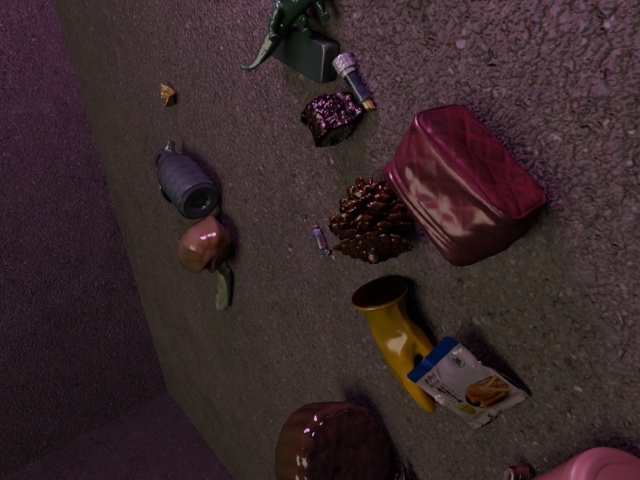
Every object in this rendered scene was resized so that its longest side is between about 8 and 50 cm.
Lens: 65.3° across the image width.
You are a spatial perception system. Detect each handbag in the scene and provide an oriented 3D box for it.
[{"bbox_3d":[0.203,-0.081,0.729,0.225,0.146,0.135,53,143,17],"label":"handbag"}]

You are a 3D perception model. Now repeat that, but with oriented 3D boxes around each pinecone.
[{"bbox_3d":[0.093,-0.038,0.922,0.173,0.173,0.174,34,136,41],"label":"pinecone"}]

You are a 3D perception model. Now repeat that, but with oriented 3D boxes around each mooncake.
[{"bbox_3d":[0.037,0.555,1.262,0.161,0.290,0.290,-33,82,55],"label":"mooncake"}]

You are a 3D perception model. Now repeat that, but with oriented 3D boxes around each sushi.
[{"bbox_3d":[0.018,-0.235,0.959,0.084,0.094,0.098,61,153,15],"label":"sushi"}]

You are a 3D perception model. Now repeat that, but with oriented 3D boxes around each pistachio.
[{"bbox_3d":[-0.391,0.013,1.671,0.288,0.166,0.197,-17,71,63],"label":"pistachio"}]

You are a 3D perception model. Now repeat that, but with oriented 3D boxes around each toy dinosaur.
[{"bbox_3d":[-0.051,-0.415,0.918,0.292,0.079,0.120,-57,48,31],"label":"toy dinosaur"}]

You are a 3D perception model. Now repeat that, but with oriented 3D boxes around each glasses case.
[{"bbox_3d":[-0.037,-0.381,0.994,0.184,0.039,0.078,41,141,35],"label":"glasses case"}]

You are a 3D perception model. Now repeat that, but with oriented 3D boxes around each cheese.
[{"bbox_3d":[-0.492,-0.465,1.622,0.084,0.041,0.060,59,144,42],"label":"cheese"}]

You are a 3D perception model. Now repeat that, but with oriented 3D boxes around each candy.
[{"bbox_3d":[0.000,0.000,1.203,0.030,0.020,0.083,-22,89,58],"label":"candy"}]

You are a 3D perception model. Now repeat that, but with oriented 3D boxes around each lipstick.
[{"bbox_3d":[0.064,-0.284,0.913,0.116,0.037,0.037,61,148,2],"label":"lipstick"}]

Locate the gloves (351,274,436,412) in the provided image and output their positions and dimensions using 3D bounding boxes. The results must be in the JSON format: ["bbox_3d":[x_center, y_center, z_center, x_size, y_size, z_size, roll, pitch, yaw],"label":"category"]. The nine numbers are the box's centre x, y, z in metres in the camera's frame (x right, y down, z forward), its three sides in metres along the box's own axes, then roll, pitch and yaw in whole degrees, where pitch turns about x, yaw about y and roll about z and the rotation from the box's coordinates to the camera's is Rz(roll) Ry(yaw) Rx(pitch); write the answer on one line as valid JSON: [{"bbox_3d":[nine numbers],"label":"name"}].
[{"bbox_3d":[0.171,0.228,1.045,0.133,0.116,0.294,-123,9,-73],"label":"gloves"}]

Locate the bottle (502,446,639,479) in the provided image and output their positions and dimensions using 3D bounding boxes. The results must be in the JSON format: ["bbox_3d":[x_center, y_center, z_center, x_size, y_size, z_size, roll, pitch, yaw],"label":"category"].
[{"bbox_3d":[0.388,0.435,0.782,0.297,0.173,0.206,106,163,-49],"label":"bottle"}]

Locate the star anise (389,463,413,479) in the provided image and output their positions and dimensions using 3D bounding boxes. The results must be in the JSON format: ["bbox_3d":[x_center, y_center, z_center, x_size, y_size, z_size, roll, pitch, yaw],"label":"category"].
[{"bbox_3d":[0.219,0.686,1.264,0.272,0.102,0.272,-176,90,-71],"label":"star anise"}]

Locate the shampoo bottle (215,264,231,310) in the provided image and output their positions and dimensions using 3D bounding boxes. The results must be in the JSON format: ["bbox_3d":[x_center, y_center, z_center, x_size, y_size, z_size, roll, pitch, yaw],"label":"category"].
[{"bbox_3d":[-0.356,0.176,1.822,0.072,0.049,0.212,43,142,27],"label":"shampoo bottle"}]

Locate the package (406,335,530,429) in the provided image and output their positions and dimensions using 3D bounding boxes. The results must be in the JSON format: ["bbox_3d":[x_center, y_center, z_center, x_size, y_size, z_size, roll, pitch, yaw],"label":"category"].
[{"bbox_3d":[0.264,0.265,0.920,0.173,0.027,0.171,34,137,8],"label":"package"}]

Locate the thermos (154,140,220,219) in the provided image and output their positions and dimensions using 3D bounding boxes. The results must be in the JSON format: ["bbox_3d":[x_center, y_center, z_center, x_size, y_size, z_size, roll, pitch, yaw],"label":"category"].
[{"bbox_3d":[-0.460,-0.190,1.646,0.286,0.145,0.182,45,122,35],"label":"thermos"}]
